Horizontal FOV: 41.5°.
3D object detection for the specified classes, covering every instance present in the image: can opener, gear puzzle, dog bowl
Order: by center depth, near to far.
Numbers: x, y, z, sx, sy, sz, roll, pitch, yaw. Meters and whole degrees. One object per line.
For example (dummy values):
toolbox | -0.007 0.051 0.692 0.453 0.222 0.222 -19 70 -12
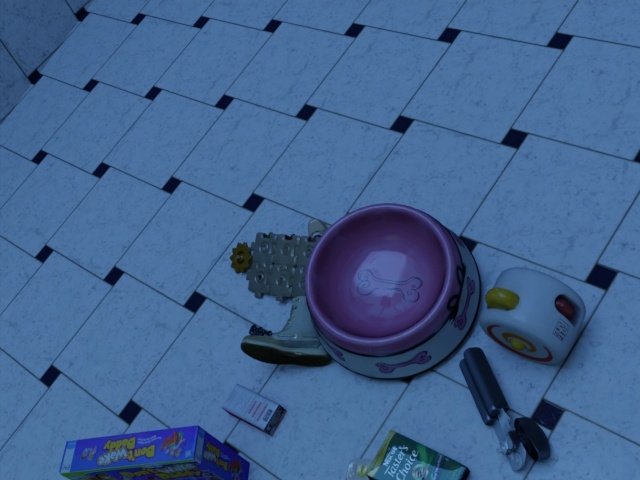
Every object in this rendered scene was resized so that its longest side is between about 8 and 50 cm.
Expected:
can opener | 0.369 0.343 1.730 0.093 0.074 0.280 -7 47 -20
dog bowl | 0.146 0.097 1.898 0.408 0.150 0.407 -8 63 16
gear puzzle | -0.116 0.067 2.187 0.339 0.044 0.175 5 85 41

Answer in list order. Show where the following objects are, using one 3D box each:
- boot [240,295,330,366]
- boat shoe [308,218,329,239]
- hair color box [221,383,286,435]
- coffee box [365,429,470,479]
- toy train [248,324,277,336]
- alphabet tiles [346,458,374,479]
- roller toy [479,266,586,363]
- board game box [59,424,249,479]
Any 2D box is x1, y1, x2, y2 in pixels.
boot | -0.078 0.210 2.016 0.213 0.077 0.165 7 54 -4
boat shoe | 0.000 0.000 2.175 0.063 0.059 0.170 -28 49 8
hair color box | -0.157 0.397 1.984 0.141 0.043 0.072 18 68 38
coffee box | 0.196 0.473 1.714 0.184 0.040 0.113 22 68 32
toy train | -0.116 0.246 2.083 0.158 0.027 0.036 16 68 36
alphabet tiles | 0.098 0.586 1.723 0.278 0.021 0.284 -4 55 26
roller toy | 0.431 0.159 1.730 0.191 0.209 0.146 24 71 17
board game box | -0.368 0.510 1.891 0.347 0.233 0.078 -12 52 22
